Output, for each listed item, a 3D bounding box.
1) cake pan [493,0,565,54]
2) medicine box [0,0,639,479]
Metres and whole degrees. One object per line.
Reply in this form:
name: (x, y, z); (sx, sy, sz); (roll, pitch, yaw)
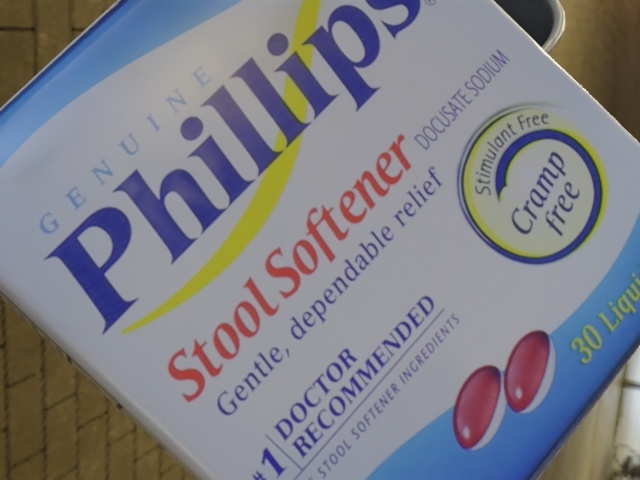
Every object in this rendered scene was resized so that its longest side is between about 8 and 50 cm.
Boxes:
cake pan: (0.074, -0.183, 0.912); (0.293, 0.293, 0.054); (-57, 151, -45)
medicine box: (0.000, 0.000, 0.515); (0.263, 0.289, 0.149); (-47, -177, -15)
